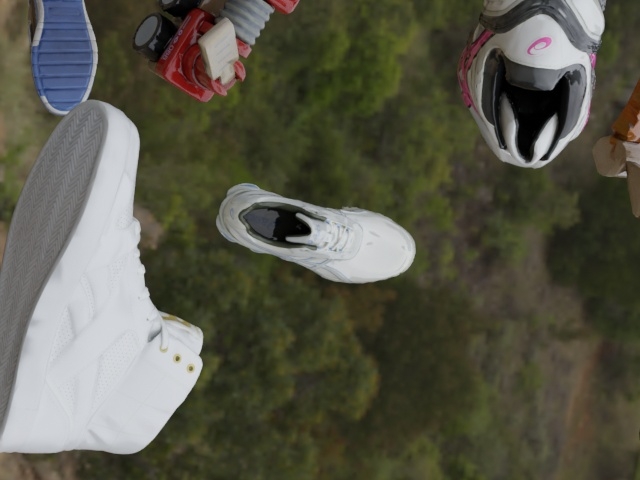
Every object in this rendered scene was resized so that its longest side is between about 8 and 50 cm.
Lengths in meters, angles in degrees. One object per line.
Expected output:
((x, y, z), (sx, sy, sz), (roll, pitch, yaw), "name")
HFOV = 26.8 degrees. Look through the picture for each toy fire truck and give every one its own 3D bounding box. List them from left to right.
((-0.106, -0.268, 1.600), (0.158, 0.246, 0.217), (31, 93, -37), "toy fire truck")

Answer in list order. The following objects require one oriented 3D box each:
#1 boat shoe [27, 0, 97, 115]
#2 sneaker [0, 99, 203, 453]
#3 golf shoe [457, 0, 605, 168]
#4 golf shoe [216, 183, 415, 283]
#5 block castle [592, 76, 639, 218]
((-0.267, -0.206, 1.383), (0.066, 0.066, 0.183), (135, -46, -63), "boat shoe")
((-0.165, 0.038, 1.093), (0.169, 0.108, 0.292), (11, 104, -37), "sneaker")
((0.093, -0.070, 0.631), (0.186, 0.067, 0.086), (74, 30, -69), "golf shoe")
((0.000, 0.000, 1.139), (0.086, 0.176, 0.069), (-152, -106, -80), "golf shoe")
((0.602, -0.100, 1.698), (0.213, 0.453, 0.303), (1, 120, -50), "block castle")
